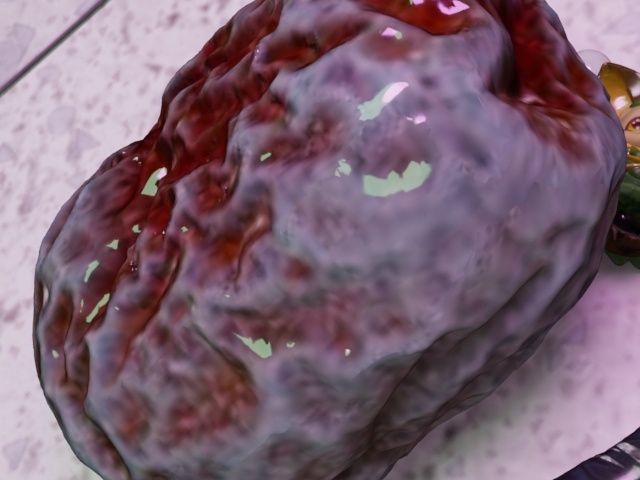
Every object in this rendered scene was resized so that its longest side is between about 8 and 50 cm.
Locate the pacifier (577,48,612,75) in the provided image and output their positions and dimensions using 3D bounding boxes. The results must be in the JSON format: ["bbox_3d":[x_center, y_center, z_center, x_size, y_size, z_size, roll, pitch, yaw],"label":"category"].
[{"bbox_3d":[0.123,-0.091,0.780,0.078,0.081,0.099,-4,91,-11],"label":"pacifier"}]

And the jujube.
[{"bbox_3d":[0.000,0.000,0.682,0.317,0.226,0.226,-48,55,30],"label":"jujube"}]

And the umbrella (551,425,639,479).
[{"bbox_3d":[0.194,0.087,0.680,0.188,0.046,0.050,-36,73,3],"label":"umbrella"}]

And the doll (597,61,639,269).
[{"bbox_3d":[0.165,-0.036,0.744,0.078,0.076,0.113,24,48,4],"label":"doll"}]
